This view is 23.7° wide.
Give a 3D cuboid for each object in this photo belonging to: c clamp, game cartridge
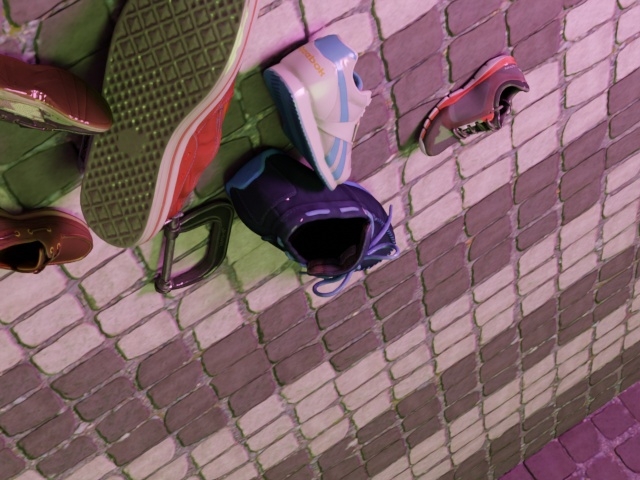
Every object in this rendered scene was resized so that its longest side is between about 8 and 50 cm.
[{"bbox_3d":[-0.157,0.009,1.722,0.137,0.022,0.160,-31,152,-24],"label":"c clamp"},{"bbox_3d":[-0.204,-0.102,1.479,0.056,0.017,0.083,-15,147,-31],"label":"game cartridge"}]

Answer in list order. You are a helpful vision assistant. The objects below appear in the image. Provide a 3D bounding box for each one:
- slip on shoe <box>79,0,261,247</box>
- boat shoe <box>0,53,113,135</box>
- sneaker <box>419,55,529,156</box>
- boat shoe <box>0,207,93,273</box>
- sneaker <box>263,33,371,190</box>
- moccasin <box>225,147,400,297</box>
[{"bbox_3d":[-0.130,-0.140,1.398,0.101,0.123,0.331,-37,156,-52],"label":"slip on shoe"},{"bbox_3d":[-0.253,-0.123,1.335,0.152,0.056,0.049,21,136,-39],"label":"boat shoe"},{"bbox_3d":[0.185,-0.150,1.828,0.158,0.065,0.061,-46,153,17],"label":"sneaker"},{"bbox_3d":[-0.289,0.007,1.501,0.064,0.060,0.178,-48,152,21],"label":"boat shoe"},{"bbox_3d":[0.011,-0.131,1.621,0.092,0.087,0.228,-35,156,-8],"label":"sneaker"},{"bbox_3d":[0.000,0.000,1.784,0.138,0.117,0.342,-45,153,16],"label":"moccasin"}]
